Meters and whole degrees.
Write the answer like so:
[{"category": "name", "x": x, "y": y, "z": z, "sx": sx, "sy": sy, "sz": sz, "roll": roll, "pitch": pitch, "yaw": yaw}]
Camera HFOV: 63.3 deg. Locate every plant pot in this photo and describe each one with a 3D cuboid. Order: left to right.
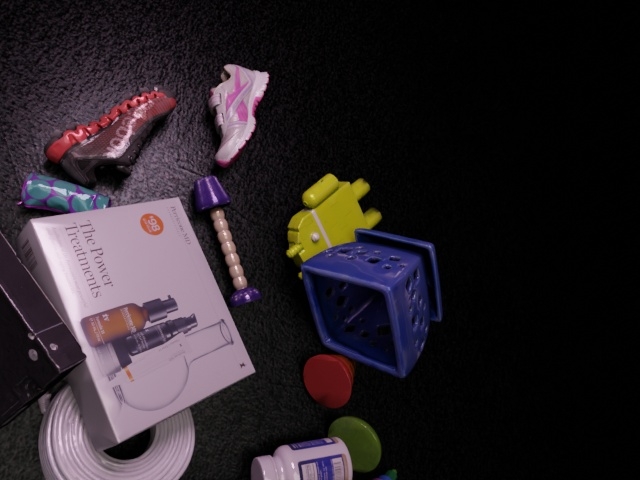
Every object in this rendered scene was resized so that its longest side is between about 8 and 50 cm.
[{"category": "plant pot", "x": 0.126, "y": 0.112, "z": 1.112, "sx": 0.212, "sy": 0.235, "sz": 0.236, "roll": -39, "pitch": 127, "yaw": -36}]

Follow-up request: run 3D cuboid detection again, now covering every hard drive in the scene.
[{"category": "hard drive", "x": -0.535, "y": 0.108, "z": 0.799, "sx": 0.339, "sy": 0.237, "sz": 0.064, "roll": 53, "pitch": 23, "yaw": 2}]

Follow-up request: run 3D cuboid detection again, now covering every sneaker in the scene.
[{"category": "sneaker", "x": -0.386, "y": -0.200, "z": 1.023, "sx": 0.276, "sy": 0.097, "sz": 0.135, "roll": -40, "pitch": 98, "yaw": -25}, {"category": "sneaker", "x": -0.199, "y": -0.277, "z": 1.139, "sx": 0.111, "sy": 0.103, "sz": 0.253, "roll": 19, "pitch": 65, "yaw": -18}]

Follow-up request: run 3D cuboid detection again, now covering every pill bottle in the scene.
[{"category": "pill bottle", "x": -0.040, "y": 0.469, "z": 1.053, "sx": 0.186, "sy": 0.112, "sz": 0.112, "roll": 2, "pitch": 79, "yaw": -26}]

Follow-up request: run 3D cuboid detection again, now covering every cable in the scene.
[{"category": "cable", "x": -0.343, "y": 0.333, "z": 0.897, "sx": 0.257, "sy": 0.089, "sz": 0.257, "roll": 7, "pitch": 52, "yaw": -37}]

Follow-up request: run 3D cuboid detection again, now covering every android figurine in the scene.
[{"category": "android figurine", "x": 0.030, "y": -0.021, "z": 1.190, "sx": 0.273, "sy": 0.056, "sz": 0.248, "roll": -39, "pitch": 119, "yaw": -29}]

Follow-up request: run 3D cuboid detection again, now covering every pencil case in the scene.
[{"category": "pencil case", "x": -0.474, "y": -0.072, "z": 0.972, "sx": 0.151, "sy": 0.064, "sz": 0.070, "roll": 19, "pitch": 70, "yaw": -22}]

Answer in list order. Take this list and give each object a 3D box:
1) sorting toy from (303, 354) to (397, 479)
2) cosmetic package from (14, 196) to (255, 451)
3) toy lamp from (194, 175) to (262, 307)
[{"category": "sorting toy", "x": 0.090, "y": 0.402, "z": 1.155, "sx": 0.126, "sy": 0.127, "sz": 0.366, "roll": -24, "pitch": 92, "yaw": -55}, {"category": "cosmetic package", "x": -0.315, "y": 0.123, "z": 0.918, "sx": 0.284, "sy": 0.097, "sz": 0.378, "roll": -17, "pitch": 78, "yaw": -51}, {"category": "toy lamp", "x": -0.201, "y": 0.000, "z": 1.088, "sx": 0.080, "sy": 0.080, "sz": 0.275, "roll": -16, "pitch": 88, "yaw": -28}]
